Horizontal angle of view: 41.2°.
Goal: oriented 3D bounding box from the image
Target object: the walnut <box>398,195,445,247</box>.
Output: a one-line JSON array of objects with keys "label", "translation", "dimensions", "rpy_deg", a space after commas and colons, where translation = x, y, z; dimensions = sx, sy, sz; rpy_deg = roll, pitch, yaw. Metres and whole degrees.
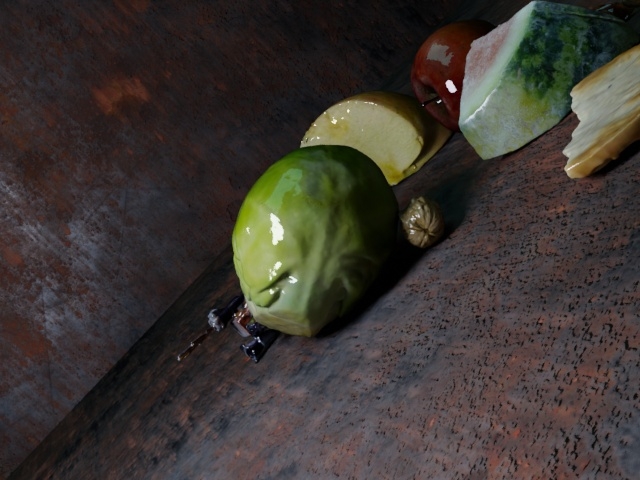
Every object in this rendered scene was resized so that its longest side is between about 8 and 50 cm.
[{"label": "walnut", "translation": [0.167, -0.031, 1.401], "dimensions": [0.096, 0.083, 0.078], "rpy_deg": [-92, 21, -67]}]

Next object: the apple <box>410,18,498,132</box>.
[{"label": "apple", "translation": [0.292, -0.326, 1.683], "dimensions": [0.234, 0.234, 0.234], "rpy_deg": [-43, 11, 11]}]

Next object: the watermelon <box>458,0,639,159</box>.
[{"label": "watermelon", "translation": [0.377, -0.278, 1.467], "dimensions": [0.310, 0.193, 0.231], "rpy_deg": [-54, 26, 23]}]

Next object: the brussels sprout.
[{"label": "brussels sprout", "translation": [0.000, 0.000, 1.460], "dimensions": [0.344, 0.268, 0.344], "rpy_deg": [-43, -38, -46]}]

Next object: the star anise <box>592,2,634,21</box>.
[{"label": "star anise", "translation": [0.502, -0.394, 1.576], "dimensions": [0.168, 0.057, 0.168], "rpy_deg": [-44, 11, 11]}]

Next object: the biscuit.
[{"label": "biscuit", "translation": [0.426, -0.198, 1.173], "dimensions": [0.205, 0.040, 0.309], "rpy_deg": [-38, 13, 33]}]

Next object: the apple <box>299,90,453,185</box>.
[{"label": "apple", "translation": [0.138, -0.224, 1.969], "dimensions": [0.309, 0.314, 0.252], "rpy_deg": [-43, 53, 38]}]

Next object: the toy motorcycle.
[{"label": "toy motorcycle", "translation": [-0.104, 0.123, 1.681], "dimensions": [0.401, 0.134, 0.207], "rpy_deg": [-48, 11, -22]}]

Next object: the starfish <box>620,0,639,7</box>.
[{"label": "starfish", "translation": [0.592, -0.459, 1.438], "dimensions": [0.190, 0.074, 0.146], "rpy_deg": [-47, 10, -11]}]
